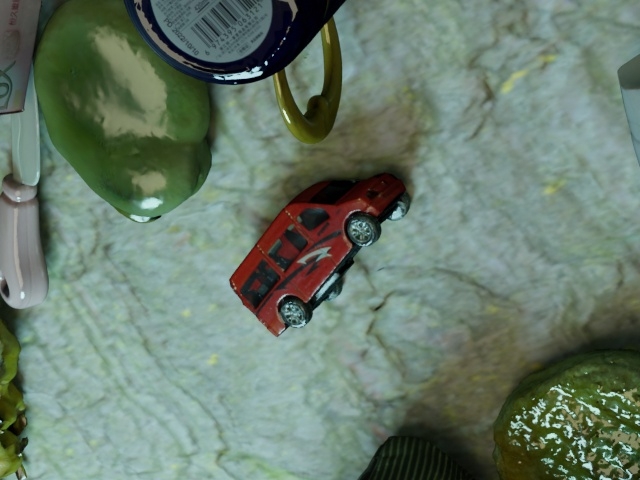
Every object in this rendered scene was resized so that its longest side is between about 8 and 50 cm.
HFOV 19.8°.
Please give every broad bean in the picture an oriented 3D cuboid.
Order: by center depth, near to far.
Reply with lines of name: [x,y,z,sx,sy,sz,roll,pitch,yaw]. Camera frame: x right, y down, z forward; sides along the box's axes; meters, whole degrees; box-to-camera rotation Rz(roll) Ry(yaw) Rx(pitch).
broad bean: [-0.185,-0.124,1.732,0.169,0.100,0.228,2,110,16]

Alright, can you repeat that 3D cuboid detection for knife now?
knife: [-0.296,-0.079,1.807,0.081,0.043,0.336,42,137,47]

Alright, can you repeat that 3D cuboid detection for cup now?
cup: [-0.021,-0.215,1.517,0.178,0.256,0.255,-32,105,32]

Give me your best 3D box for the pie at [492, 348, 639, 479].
pie: [0.285,0.220,1.738,0.277,0.078,0.277,14,127,20]

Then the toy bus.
toy bus: [0.000,0.000,1.740,0.089,0.081,0.195,43,125,5]

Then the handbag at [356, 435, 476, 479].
handbag: [0.074,0.386,1.822,0.240,0.247,0.341,31,110,1]

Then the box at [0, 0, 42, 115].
box: [-0.316,-0.203,1.723,0.111,0.060,0.156,45,132,39]

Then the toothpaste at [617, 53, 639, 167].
toothpaste: [0.349,0.002,1.615,0.125,0.080,0.371,-12,120,25]

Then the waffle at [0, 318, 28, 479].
waffle: [-0.497,0.145,1.998,0.382,0.095,0.380,10,122,12]
